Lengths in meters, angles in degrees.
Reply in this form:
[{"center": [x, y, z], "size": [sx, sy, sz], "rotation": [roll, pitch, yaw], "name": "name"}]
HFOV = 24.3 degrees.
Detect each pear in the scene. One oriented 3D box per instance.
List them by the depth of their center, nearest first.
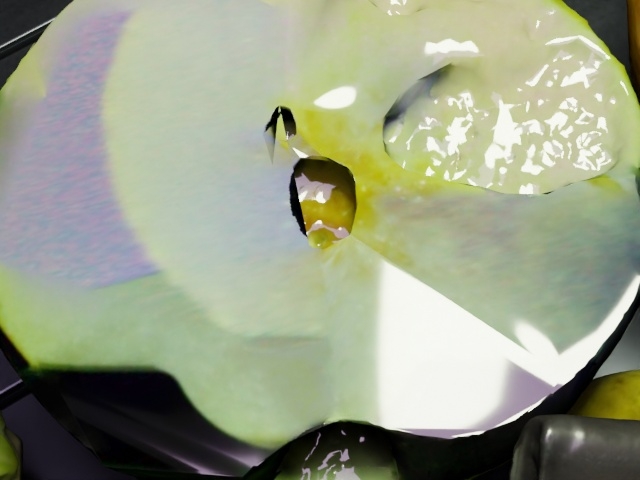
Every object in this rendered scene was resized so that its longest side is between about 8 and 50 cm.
[{"center": [0.001, -0.002, 0.915], "size": [0.398, 0.165, 0.399], "rotation": [-2, 62, 4], "name": "pear"}]

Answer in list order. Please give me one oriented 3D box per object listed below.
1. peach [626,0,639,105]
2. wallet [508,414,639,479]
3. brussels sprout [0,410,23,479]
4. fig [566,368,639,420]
[{"center": [0.343, -0.144, 0.913], "size": [0.372, 0.290, 0.373], "rotation": [1, 68, -2], "name": "peach"}, {"center": [0.281, 0.195, 0.789], "size": [0.377, 0.051, 0.197], "rotation": [3, 95, -8], "name": "wallet"}, {"center": [-0.280, 0.146, 0.850], "size": [0.223, 0.161, 0.223], "rotation": [0, 54, -1], "name": "brussels sprout"}, {"center": [0.193, 0.145, 0.853], "size": [0.136, 0.121, 0.153], "rotation": [-16, 64, -9], "name": "fig"}]
